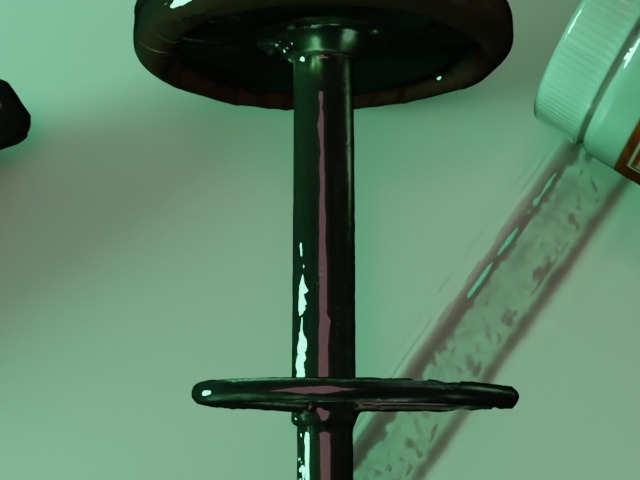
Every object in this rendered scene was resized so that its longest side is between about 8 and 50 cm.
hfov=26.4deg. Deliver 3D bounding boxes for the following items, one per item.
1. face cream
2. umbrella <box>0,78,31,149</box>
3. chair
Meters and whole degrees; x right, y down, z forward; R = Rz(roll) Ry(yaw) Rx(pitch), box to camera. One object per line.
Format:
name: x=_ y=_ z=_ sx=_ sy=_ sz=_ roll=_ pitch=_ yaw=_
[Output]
face cream: x=0.248 y=-0.106 z=0.759 sx=0.187 sy=0.201 sz=0.201 roll=32 pitch=84 yaw=11
umbrella: x=-0.331 y=0.004 z=0.859 sx=0.337 sy=0.073 sz=0.067 roll=-34 pitch=110 yaw=-2
chair: x=0.000 y=0.000 z=0.751 sx=0.226 sy=0.226 sz=0.401 roll=-2 pitch=78 yaw=5
